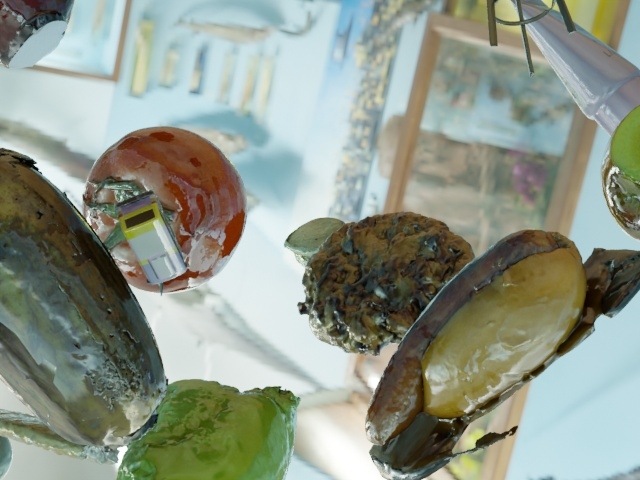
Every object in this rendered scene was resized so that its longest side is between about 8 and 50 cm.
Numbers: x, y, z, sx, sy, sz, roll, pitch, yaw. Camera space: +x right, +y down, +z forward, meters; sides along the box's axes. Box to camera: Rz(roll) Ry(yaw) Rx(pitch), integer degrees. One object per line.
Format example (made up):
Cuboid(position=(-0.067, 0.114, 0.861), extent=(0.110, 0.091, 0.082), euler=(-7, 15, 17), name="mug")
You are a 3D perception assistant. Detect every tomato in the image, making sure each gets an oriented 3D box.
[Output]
Cuboid(position=(-0.236, -0.047, 1.909), extent=(0.255, 0.256, 0.224), euler=(18, -165, 24), name="tomato")

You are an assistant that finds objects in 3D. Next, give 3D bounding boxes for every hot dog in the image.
Cuboid(position=(0.153, 0.092, 1.208), extent=(0.107, 0.326, 0.194), euler=(45, 175, -13), name="hot dog")

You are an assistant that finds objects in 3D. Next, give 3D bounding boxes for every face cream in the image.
Cuboid(position=(0.371, -0.256, 1.775), extent=(0.274, 0.096, 0.154), euler=(50, -151, 16), name="face cream")

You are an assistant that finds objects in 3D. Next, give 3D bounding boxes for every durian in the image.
Cuboid(position=(-0.171, 0.334, 1.866), extent=(0.255, 0.204, 0.340), euler=(19, -151, -4), name="durian")

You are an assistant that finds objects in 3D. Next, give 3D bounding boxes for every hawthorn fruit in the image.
Cuboid(position=(-0.509, -0.389, 1.965), extent=(0.249, 0.215, 0.215), euler=(39, -176, -18), name="hawthorn fruit")

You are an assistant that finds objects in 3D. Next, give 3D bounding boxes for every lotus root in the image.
Cuboid(position=(-0.311, 0.056, 1.367), extent=(0.179, 0.397, 0.196), euler=(-34, -166, -5), name="lotus root")

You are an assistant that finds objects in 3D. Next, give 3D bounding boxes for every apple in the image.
Cuboid(position=(0.395, -0.071, 1.410), extent=(0.147, 0.163, 0.146), euler=(-37, -145, -25), name="apple")

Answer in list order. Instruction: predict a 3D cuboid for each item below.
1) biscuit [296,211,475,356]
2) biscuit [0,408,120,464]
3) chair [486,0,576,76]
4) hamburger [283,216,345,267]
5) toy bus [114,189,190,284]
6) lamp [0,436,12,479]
Cuboid(position=(0.106, 0.062, 2.084), extent=(0.334, 0.289, 0.081), euler=(26, 154, 44), name="biscuit")
Cuboid(position=(-0.336, 0.247, 1.583), extent=(0.188, 0.040, 0.265), euler=(20, 169, -32), name="biscuit")
Cuboid(position=(0.235, -0.321, 1.524), extent=(0.095, 0.222, 0.104), euler=(8, 152, -23), name="chair")
Cuboid(position=(0.000, 0.000, 2.627), extent=(0.140, 0.062, 0.133), euler=(-34, -144, -20), name="hamburger")
Cuboid(position=(-0.186, 0.000, 1.390), extent=(0.052, 0.102, 0.058), euler=(-21, -134, -2), name="toy bus")
Cuboid(position=(-0.509, 0.321, 1.857), extent=(0.105, 0.105, 0.105), euler=(12, -168, -3), name="lamp")
